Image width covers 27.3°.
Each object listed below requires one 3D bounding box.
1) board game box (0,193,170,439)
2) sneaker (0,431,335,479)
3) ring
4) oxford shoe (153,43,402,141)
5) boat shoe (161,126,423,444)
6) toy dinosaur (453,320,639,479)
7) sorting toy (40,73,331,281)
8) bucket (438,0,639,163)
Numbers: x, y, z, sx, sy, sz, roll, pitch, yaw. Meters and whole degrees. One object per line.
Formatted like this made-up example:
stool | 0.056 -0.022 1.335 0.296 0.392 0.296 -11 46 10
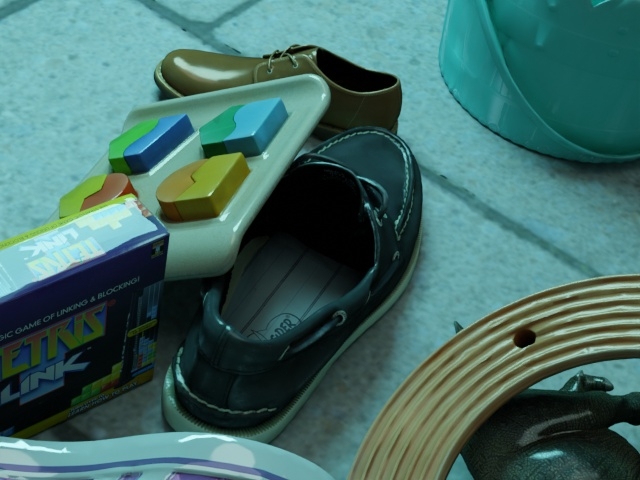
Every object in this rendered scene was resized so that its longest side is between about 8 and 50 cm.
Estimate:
board game box | -0.180 0.060 0.818 0.170 0.141 0.048 -24 55 -32
sneaker | -0.127 0.196 0.734 0.282 0.102 0.161 0 48 0
ring | 0.169 0.162 0.734 0.337 0.032 0.336 -13 48 14
oxford shoe | -0.033 -0.137 1.106 0.212 0.076 0.076 10 46 -2
boat shoe | -0.004 -0.001 0.945 0.127 0.113 0.340 28 45 14
toy dinosaur | 0.160 0.144 0.838 0.160 0.121 0.313 -10 51 -32
sorting toy | -0.109 -0.048 0.954 0.193 0.038 0.208 -6 37 29
bucket | 0.242 -0.212 1.174 0.281 0.183 0.281 7 44 -7
